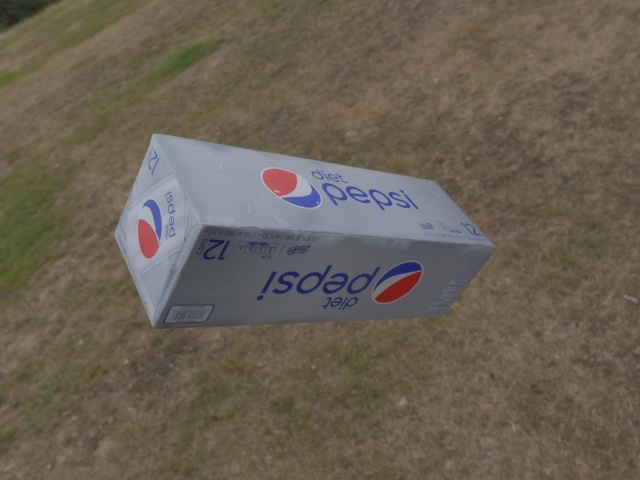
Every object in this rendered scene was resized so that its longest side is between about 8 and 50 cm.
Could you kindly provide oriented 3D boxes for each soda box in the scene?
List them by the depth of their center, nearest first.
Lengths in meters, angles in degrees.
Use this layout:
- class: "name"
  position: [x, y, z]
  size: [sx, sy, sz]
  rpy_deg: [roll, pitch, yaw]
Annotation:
- class: "soda box"
  position: [0.000, 0.000, 0.506]
  size: [0.286, 0.091, 0.098]
  rpy_deg: [3, 39, -40]
